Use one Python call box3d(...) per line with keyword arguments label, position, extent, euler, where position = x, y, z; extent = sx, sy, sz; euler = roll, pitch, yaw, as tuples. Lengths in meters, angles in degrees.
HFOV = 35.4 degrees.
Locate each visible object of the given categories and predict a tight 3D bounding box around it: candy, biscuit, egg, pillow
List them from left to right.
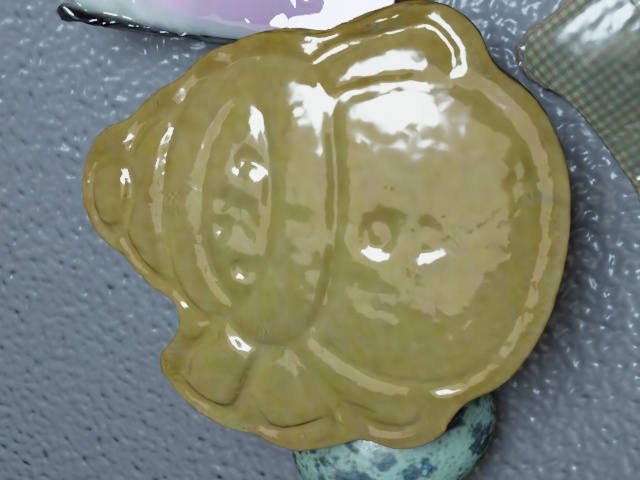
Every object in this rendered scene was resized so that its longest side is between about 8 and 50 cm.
box3d(label="candy", position=(-0.056, -0.227, 0.757), extent=(0.265, 0.116, 0.155), euler=(10, 107, 12))
box3d(label="biscuit", position=(0.000, 0.000, 0.714), extent=(0.351, 0.057, 0.312), euler=(-5, 99, 16))
box3d(label="egg", position=(0.060, 0.156, 0.822), extent=(0.172, 0.132, 0.132), euler=(-18, 99, 12))
box3d(label="pillow", position=(0.258, -0.109, 0.748), extent=(0.135, 0.034, 0.211), euler=(-41, 93, 19))
